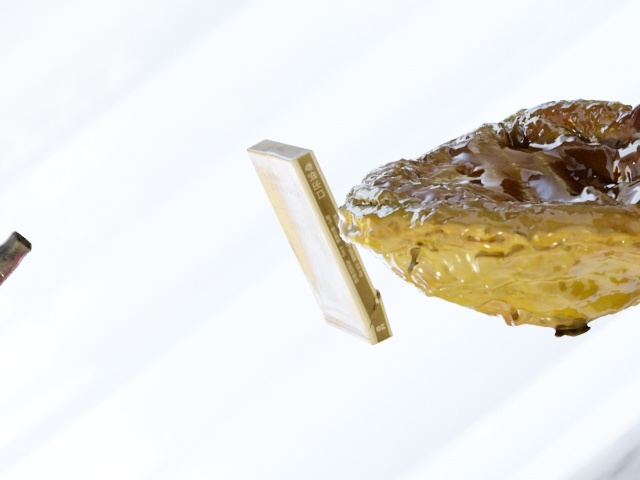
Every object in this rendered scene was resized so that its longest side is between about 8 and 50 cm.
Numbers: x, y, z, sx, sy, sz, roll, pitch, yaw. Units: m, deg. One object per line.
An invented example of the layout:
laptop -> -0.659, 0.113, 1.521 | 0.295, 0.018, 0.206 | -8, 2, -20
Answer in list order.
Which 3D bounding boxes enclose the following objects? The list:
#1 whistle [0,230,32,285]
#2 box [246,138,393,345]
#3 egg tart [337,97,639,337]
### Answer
whistle -> -0.372, 0.061, 1.980 | 0.033, 0.176, 0.033 | 42, -179, -1
box -> 0.000, 0.000, 1.739 | 0.109, 0.029, 0.198 | 19, 137, 64
egg tart -> 0.178, -0.014, 1.564 | 0.352, 0.339, 0.153 | 2, 109, 40
